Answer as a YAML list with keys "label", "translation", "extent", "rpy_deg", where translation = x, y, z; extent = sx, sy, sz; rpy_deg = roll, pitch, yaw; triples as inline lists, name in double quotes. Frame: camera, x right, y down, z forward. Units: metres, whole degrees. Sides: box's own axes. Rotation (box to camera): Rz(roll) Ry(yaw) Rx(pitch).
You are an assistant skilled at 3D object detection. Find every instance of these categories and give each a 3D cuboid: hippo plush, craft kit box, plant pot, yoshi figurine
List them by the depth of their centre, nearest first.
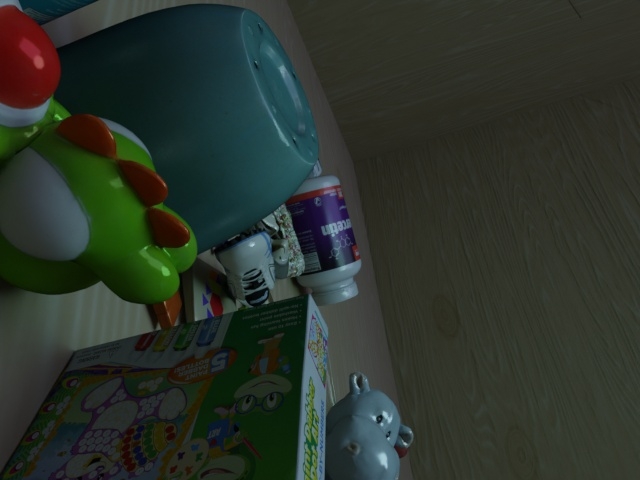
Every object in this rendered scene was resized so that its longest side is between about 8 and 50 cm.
- label: "yoshi figurine"
  translation: [-0.255, -0.075, 0.334]
  extent: [0.362, 0.203, 0.203]
  rpy_deg: [53, -14, -29]
- label: "craft kit box"
  translation: [-0.120, 0.164, 0.344]
  extent: [0.246, 0.250, 0.061]
  rpy_deg: [-90, 161, -53]
- label: "plant pot"
  translation: [-0.142, -0.134, 0.559]
  extent: [0.293, 0.235, 0.292]
  rpy_deg: [-19, 90, -73]
- label: "hippo plush"
  translation: [0.035, 0.353, 0.734]
  extent: [0.234, 0.237, 0.294]
  rpy_deg: [57, 17, -10]

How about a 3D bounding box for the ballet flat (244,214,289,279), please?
- label: "ballet flat"
  translation: [-0.106, -0.001, 0.964]
  extent: [0.213, 0.068, 0.072]
  rpy_deg: [59, 34, -30]

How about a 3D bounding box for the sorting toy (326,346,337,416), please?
- label: "sorting toy"
  translation: [-0.022, 0.323, 1.107]
  extent: [0.208, 0.038, 0.192]
  rpy_deg: [41, 36, -62]

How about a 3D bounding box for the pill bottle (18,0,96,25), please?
- label: "pill bottle"
  translation: [-0.219, -0.296, 0.411]
  extent: [0.146, 0.264, 0.146]
  rpy_deg: [-15, 90, -78]

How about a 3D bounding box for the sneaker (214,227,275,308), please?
- label: "sneaker"
  translation: [-0.102, 0.048, 0.691]
  extent: [0.086, 0.085, 0.237]
  rpy_deg: [62, -13, 15]

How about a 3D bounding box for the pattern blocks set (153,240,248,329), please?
- label: "pattern blocks set"
  translation: [-0.167, 0.117, 0.711]
  extent: [0.285, 0.026, 0.324]
  rpy_deg: [57, 21, -55]

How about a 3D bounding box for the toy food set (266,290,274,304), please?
- label: "toy food set"
  translation: [-0.116, 0.124, 0.914]
  extent: [0.192, 0.039, 0.132]
  rpy_deg: [-114, -175, -48]

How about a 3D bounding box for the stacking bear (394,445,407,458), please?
- label: "stacking bear"
  translation: [0.067, 0.484, 1.020]
  extent: [0.175, 0.164, 0.289]
  rpy_deg: [63, 23, 3]

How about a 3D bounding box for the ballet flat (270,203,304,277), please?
- label: "ballet flat"
  translation: [-0.102, -0.018, 1.054]
  extent: [0.077, 0.091, 0.240]
  rpy_deg: [-34, 107, -43]

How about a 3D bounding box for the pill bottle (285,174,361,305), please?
- label: "pill bottle"
  translation: [0.000, 0.000, 1.229]
  extent: [0.181, 0.182, 0.322]
  rpy_deg: [-30, 105, -77]

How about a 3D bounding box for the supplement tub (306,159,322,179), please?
- label: "supplement tub"
  translation: [-0.077, -0.269, 1.360]
  extent: [0.117, 0.117, 0.190]
  rpy_deg: [-81, 153, -62]
